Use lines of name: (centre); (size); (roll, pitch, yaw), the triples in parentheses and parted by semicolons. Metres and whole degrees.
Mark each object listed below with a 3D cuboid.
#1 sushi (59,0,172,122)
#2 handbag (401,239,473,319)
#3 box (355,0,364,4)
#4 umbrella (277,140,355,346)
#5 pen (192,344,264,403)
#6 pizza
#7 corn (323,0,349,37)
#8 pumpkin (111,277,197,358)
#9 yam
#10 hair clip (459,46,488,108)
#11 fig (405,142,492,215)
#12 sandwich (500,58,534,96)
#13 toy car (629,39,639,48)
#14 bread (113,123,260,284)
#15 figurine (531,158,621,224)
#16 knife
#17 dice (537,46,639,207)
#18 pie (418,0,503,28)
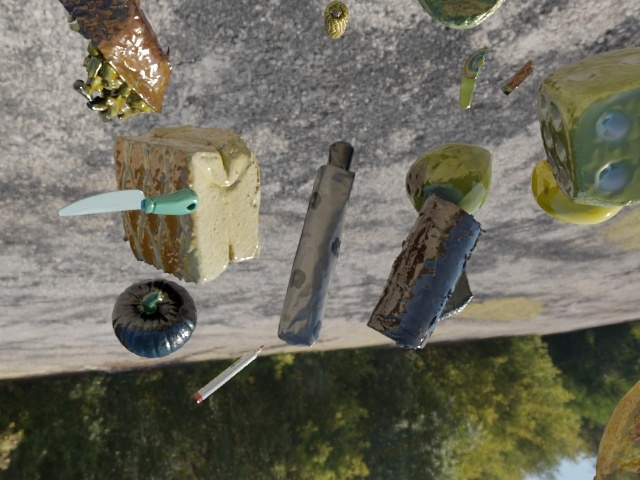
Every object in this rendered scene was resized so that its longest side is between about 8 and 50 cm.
sushi: (-0.368, -0.339, 0.975); (0.179, 0.166, 0.296); (-31, 162, -7)
handbag: (0.348, 0.112, 1.650); (0.175, 0.270, 0.088); (-9, 158, -5)
box: (0.100, -0.710, 1.313); (0.130, 0.225, 0.086); (25, 168, -20)
umbrella: (0.000, 0.000, 0.864); (0.067, 0.337, 0.073); (18, 167, -17)
pen: (-0.227, 0.331, 1.379); (0.218, 0.026, 0.026); (-36, 178, -27)
pizza: (0.726, 0.431, 1.097); (0.288, 0.279, 0.075); (15, 167, 31)
corn: (0.046, -0.687, 1.724); (0.080, 0.080, 0.231); (-8, -174, -1)
pumpkin: (-0.491, 0.210, 1.615); (0.248, 0.247, 0.248); (-8, 165, -2)
yam: (0.195, 0.063, 1.010); (0.131, 0.279, 0.131); (26, 178, 1)
hair clip: (0.432, -0.468, 1.578); (0.033, 0.188, 0.060); (21, 172, -36)
fig: (0.391, -0.171, 1.613); (0.271, 0.239, 0.239); (-35, 163, 1)
sandwich: (0.484, -0.396, 1.357); (0.135, 0.029, 0.067); (-44, 179, -30)
toy car: (0.649, -0.384, 1.112); (0.025, 0.041, 0.093); (-24, 174, -2)
bread: (-0.377, -0.119, 1.567); (0.371, 0.389, 0.279); (17, -156, 40)
figurine: (0.635, -0.200, 1.255); (0.187, 0.343, 0.215); (23, -171, -41)
knife: (-0.342, -0.070, 1.012); (0.260, 0.034, 0.063); (-6, 146, -41)
dice: (0.561, -0.215, 1.037); (0.233, 0.238, 0.226); (-16, -153, 14)
pie: (0.377, -0.694, 1.418); (0.277, 0.276, 0.078); (-15, -178, 24)
